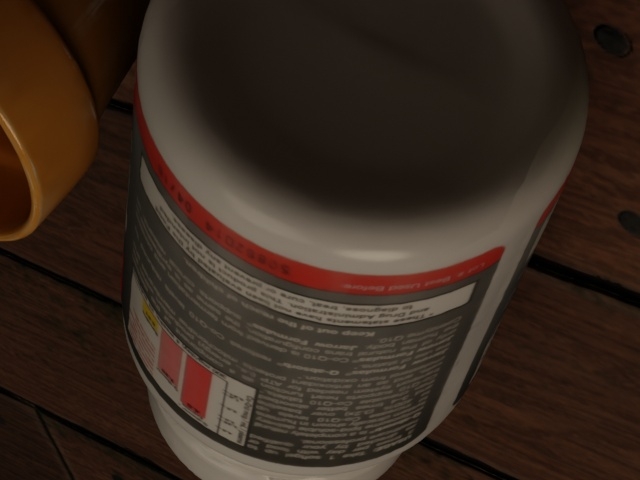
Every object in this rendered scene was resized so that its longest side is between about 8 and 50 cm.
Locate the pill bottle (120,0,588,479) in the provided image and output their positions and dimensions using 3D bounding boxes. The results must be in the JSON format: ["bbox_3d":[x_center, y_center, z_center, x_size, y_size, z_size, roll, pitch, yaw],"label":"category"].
[{"bbox_3d":[0.000,0.000,0.990,0.210,0.210,0.363,34,152,11],"label":"pill bottle"}]

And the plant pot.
[{"bbox_3d":[-0.175,-0.137,1.028,0.205,0.188,0.205,31,152,19],"label":"plant pot"}]
